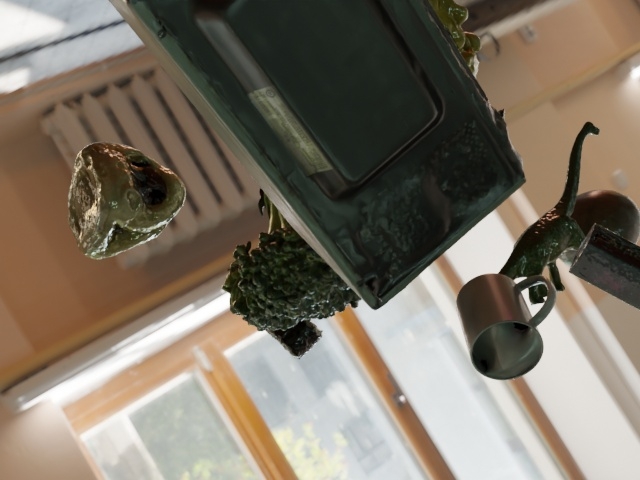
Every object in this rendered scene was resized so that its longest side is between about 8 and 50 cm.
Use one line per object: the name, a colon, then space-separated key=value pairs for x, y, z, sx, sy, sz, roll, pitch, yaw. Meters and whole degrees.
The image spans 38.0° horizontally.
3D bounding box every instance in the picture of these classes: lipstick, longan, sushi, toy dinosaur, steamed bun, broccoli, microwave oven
lipstick: x=0.431 y=0.082 z=1.028 sx=0.051 sy=0.312 sz=0.051 roll=-50 pitch=165 yaw=-53
longan: x=0.555 y=-0.022 z=1.879 sx=0.185 sy=0.159 sz=0.204 roll=-32 pitch=180 yaw=8
sushi: x=-0.063 y=0.156 z=1.743 sx=0.078 sy=0.150 sz=0.090 roll=-49 pitch=135 yaw=-6
toy dinosaur: x=0.397 y=-0.047 z=1.681 sx=0.447 sy=0.301 sz=0.087 roll=-14 pitch=179 yaw=-33
steamed bun: x=-0.283 y=-0.060 z=1.390 sx=0.155 sy=0.141 sz=0.172 roll=-3 pitch=147 yaw=-32
broccoli: x=0.005 y=0.024 z=1.549 sx=0.324 sy=0.272 sz=0.334 roll=17 pitch=155 yaw=-19
microwave oven: x=-0.006 y=-0.162 z=0.857 sx=0.218 sy=0.355 sz=0.286 roll=-40 pitch=-152 yaw=-4

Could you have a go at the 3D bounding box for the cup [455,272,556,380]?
cup: x=0.263 y=0.113 z=1.288 sx=0.136 sy=0.099 sz=0.133 roll=-15 pitch=-153 yaw=5

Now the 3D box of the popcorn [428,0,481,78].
popcorn: x=0.085 y=-0.229 z=1.210 sx=0.249 sy=0.249 sz=0.225 roll=-35 pitch=-171 yaw=38
